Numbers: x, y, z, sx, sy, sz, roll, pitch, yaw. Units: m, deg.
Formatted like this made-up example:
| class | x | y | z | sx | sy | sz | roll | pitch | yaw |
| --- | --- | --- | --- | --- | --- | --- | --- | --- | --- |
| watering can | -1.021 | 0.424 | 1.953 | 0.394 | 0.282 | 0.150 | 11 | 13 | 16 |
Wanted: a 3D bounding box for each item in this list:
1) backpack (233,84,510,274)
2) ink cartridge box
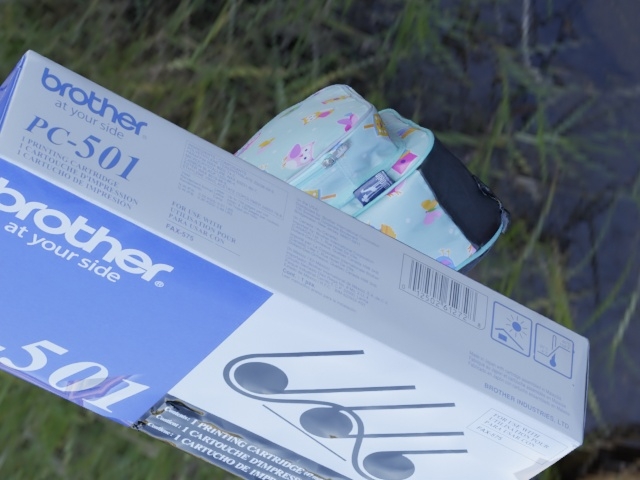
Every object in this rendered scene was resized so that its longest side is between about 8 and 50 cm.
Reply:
| class | x | y | z | sx | sy | sz | roll | pitch | yaw |
| --- | --- | --- | --- | --- | --- | --- | --- | --- | --- |
| backpack | 0.000 | 0.000 | 1.208 | 0.144 | 0.166 | 0.188 | 43 | 92 | -18 |
| ink cartridge box | -0.026 | 0.027 | 0.616 | 0.207 | 0.046 | 0.097 | 28 | 137 | -19 |
